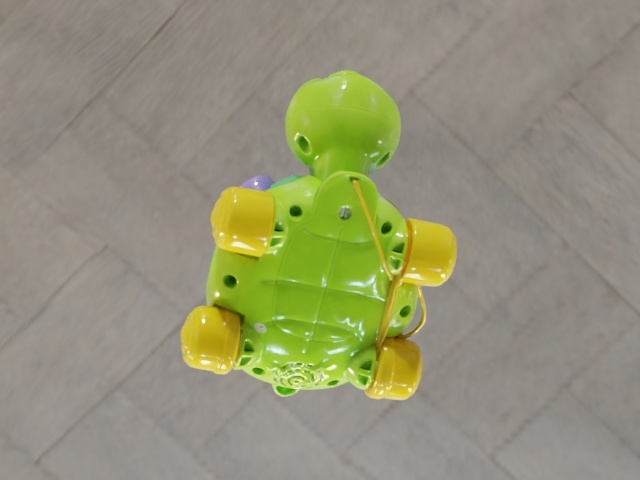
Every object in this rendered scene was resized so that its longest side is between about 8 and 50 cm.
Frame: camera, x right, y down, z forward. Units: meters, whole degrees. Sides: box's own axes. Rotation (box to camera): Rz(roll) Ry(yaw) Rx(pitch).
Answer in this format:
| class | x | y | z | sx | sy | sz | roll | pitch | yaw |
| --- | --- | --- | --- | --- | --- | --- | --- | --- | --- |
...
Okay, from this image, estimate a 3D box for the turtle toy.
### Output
| class | x | y | z | sx | sy | sz | roll | pitch | yaw |
| --- | --- | --- | --- | --- | --- | --- | --- | --- | --- |
| turtle toy | 0.000 | 0.000 | 0.640 | 0.095 | 0.066 | 0.130 | 11 | 109 | -13 |
